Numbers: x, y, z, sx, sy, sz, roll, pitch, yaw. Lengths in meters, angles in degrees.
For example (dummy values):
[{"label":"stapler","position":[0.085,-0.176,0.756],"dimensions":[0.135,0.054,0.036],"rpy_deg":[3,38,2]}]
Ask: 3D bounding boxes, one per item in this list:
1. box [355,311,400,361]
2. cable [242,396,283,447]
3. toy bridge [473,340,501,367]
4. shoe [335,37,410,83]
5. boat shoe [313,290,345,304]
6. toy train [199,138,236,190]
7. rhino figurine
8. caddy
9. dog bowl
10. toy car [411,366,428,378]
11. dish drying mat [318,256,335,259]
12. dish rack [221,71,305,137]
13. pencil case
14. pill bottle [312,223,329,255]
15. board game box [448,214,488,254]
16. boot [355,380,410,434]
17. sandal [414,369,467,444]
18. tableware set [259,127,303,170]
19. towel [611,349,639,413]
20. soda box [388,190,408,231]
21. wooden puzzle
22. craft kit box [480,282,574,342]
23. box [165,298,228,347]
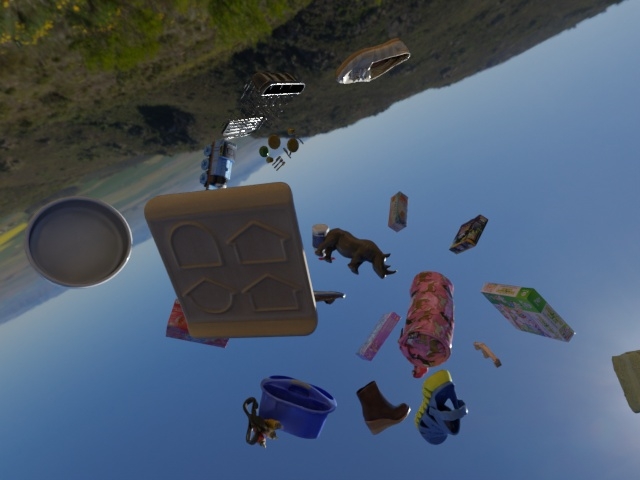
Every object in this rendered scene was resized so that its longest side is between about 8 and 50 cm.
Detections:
[{"label":"box","position":[0.319,0.534,2.241],"dimensions":[0.293,0.057,0.201],"rpy_deg":[-51,178,-15]},{"label":"cable","position":[-0.266,0.755,1.655],"dimensions":[0.139,0.072,0.287],"rpy_deg":[-40,-160,-23]},{"label":"toy bridge","position":[0.697,0.468,1.701],"dimensions":[0.026,0.063,0.188],"rpy_deg":[-27,-169,-1]},{"label":"shoe","position":[0.143,-0.482,1.092],"dimensions":[0.219,0.058,0.076],"rpy_deg":[-28,160,-7]},{"label":"boat shoe","position":[0.040,0.294,2.062],"dimensions":[0.183,0.066,0.066],"rpy_deg":[6,178,-19]},{"label":"toy train","position":[-0.345,-0.250,1.349],"dimensions":[0.105,0.184,0.080],"rpy_deg":[2,172,35]},{"label":"rhino figurine","position":[0.113,0.042,1.184],"dimensions":[0.073,0.243,0.106],"rpy_deg":[81,32,-76]},{"label":"caddy","position":[-0.104,0.694,1.734],"dimensions":[0.341,0.179,0.241],"rpy_deg":[16,-177,8]},{"label":"dog bowl","position":[-0.704,0.010,1.175],"dimensions":[0.265,0.265,0.104],"rpy_deg":[-40,-166,-34]},{"label":"toy car","position":[0.453,0.499,1.819],"dimensions":[0.239,0.225,0.053],"rpy_deg":[-56,-151,-6]},{"label":"dish drying mat","position":[0.032,0.092,2.029],"dimensions":[0.083,0.008,0.032],"rpy_deg":[0,-164,-14]},{"label":"dish rack","position":[-0.192,-0.417,1.275],"dimensions":[0.271,0.074,0.208],"rpy_deg":[-44,172,36]},{"label":"pencil case","position":[0.390,0.270,1.454],"dimensions":[0.160,0.167,0.386],"rpy_deg":[-54,-178,36]},{"label":"pill bottle","position":[0.000,0.000,1.586],"dimensions":[0.067,0.120,0.067],"rpy_deg":[0,-153,0]},{"label":"board game box","position":[0.641,-0.024,1.745],"dimensions":[0.141,0.048,0.170],"rpy_deg":[-59,180,-16]},{"label":"boot","position":[0.294,0.749,1.860],"dimensions":[0.248,0.207,0.090],"rpy_deg":[-17,174,-32]},{"label":"sandal","position":[0.388,0.567,1.281],"dimensions":[0.126,0.317,0.138],"rpy_deg":[-19,-143,-16]},{"label":"tableware set","position":[-0.134,-0.317,1.353],"dimensions":[0.154,0.104,0.024],"rpy_deg":[-50,-148,-17]},{"label":"towel","position":[0.817,0.363,1.035],"dimensions":[0.027,0.148,0.110],"rpy_deg":[-1,151,-7]},{"label":"soda box","position":[0.347,-0.129,1.784],"dimensions":[0.063,0.058,0.183],"rpy_deg":[-37,-149,45]},{"label":"wooden puzzle","position":[-0.183,0.051,0.886],"dimensions":[0.322,0.348,0.080],"rpy_deg":[-5,-157,12]},{"label":"craft kit box","position":[0.778,0.267,1.528],"dimensions":[0.061,0.250,0.246],"rpy_deg":[-50,-169,-14]},{"label":"box","position":[-0.505,0.351,1.692],"dimensions":[0.122,0.257,0.128],"rpy_deg":[120,-20,-47]}]
